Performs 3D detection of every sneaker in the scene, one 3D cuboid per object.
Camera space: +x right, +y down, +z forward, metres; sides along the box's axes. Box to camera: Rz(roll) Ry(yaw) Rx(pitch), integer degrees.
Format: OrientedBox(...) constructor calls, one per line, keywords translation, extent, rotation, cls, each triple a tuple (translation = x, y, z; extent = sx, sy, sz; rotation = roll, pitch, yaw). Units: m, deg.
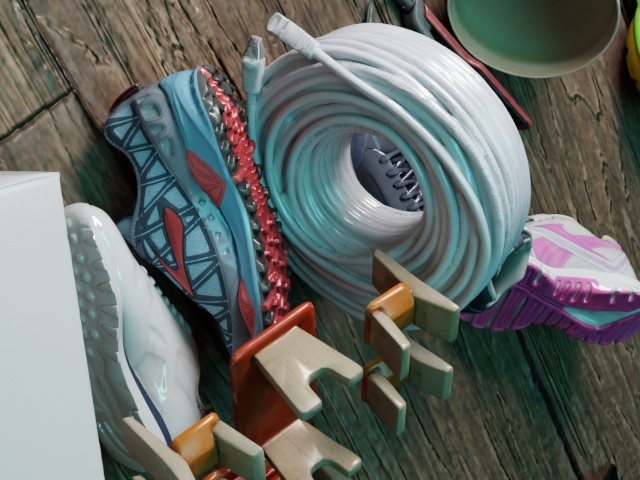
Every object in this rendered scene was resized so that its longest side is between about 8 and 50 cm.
OrientedBox(translation=(-0.102, -0.011, 1.087), extent=(0.104, 0.125, 0.262), rotation=(-59, 137, -67), cls="sneaker")
OrientedBox(translation=(-0.156, 0.070, 1.074), extent=(0.095, 0.090, 0.235), rotation=(-36, 122, -42), cls="sneaker")
OrientedBox(translation=(0.107, -0.037, 1.198), extent=(0.086, 0.163, 0.226), rotation=(-32, 116, -40), cls="sneaker")
OrientedBox(translation=(0.215, 0.028, 1.346), extent=(0.252, 0.111, 0.103), rotation=(15, 130, -23), cls="sneaker")

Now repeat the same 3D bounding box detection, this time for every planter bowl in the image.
OrientedBox(translation=(0.210, -0.253, 1.269), extent=(0.162, 0.162, 0.109), rotation=(47, 42, -33), cls="planter bowl")

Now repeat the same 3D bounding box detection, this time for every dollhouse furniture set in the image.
OrientedBox(translation=(-0.033, 0.153, 1.069), extent=(0.262, 0.135, 0.259), rotation=(-33, 144, -27), cls="dollhouse furniture set")

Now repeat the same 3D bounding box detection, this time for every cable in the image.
OrientedBox(translation=(0.049, -0.053, 1.102), extent=(0.089, 0.257, 0.257), rotation=(-42, 152, -45), cls="cable")

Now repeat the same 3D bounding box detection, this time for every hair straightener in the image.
OrientedBox(translation=(0.116, -0.155, 1.264), extent=(0.230, 0.047, 0.089), rotation=(47, 68, -33), cls="hair straightener")

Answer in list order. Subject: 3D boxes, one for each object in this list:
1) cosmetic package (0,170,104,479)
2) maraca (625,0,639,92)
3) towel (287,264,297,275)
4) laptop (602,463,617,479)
OrientedBox(translation=(-0.268, 0.141, 0.898), extent=(0.155, 0.197, 0.365), rotation=(-21, 111, -52), cls="cosmetic package")
OrientedBox(translation=(0.383, -0.219, 1.438), extent=(0.127, 0.099, 0.186), rotation=(8, 66, -42), cls="maraca")
OrientedBox(translation=(0.000, 0.000, 1.221), extent=(0.060, 0.009, 0.083), rotation=(29, 78, -36), cls="towel")
OrientedBox(translation=(0.243, 0.402, 1.471), extent=(0.264, 0.136, 0.234), rotation=(-10, 104, -10), cls="laptop")
